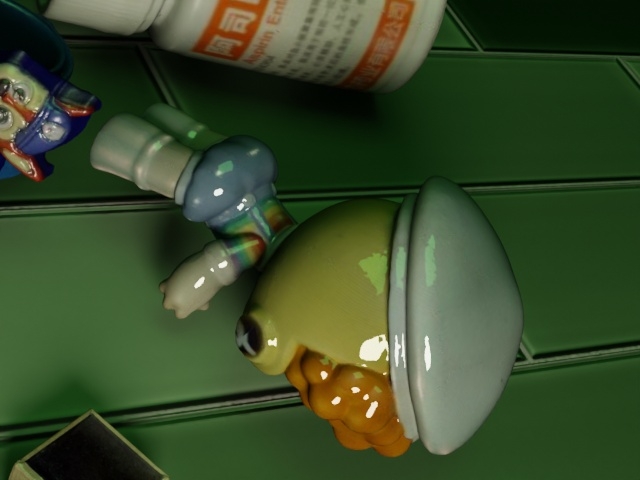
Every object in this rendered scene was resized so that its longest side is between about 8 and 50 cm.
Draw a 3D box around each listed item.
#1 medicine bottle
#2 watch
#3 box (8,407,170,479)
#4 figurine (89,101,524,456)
[{"bbox_3d":[-0.076,-0.276,1.344,0.371,0.211,0.211,9,42,-22],"label":"medicine bottle"},{"bbox_3d":[-0.286,-0.128,1.111,0.196,0.171,0.200,34,26,-12],"label":"watch"},{"bbox_3d":[-0.157,0.166,0.937,0.079,0.035,0.083,38,40,13],"label":"box"},{"bbox_3d":[-0.016,0.007,1.069,0.381,0.205,0.224,29,26,4],"label":"figurine"}]
